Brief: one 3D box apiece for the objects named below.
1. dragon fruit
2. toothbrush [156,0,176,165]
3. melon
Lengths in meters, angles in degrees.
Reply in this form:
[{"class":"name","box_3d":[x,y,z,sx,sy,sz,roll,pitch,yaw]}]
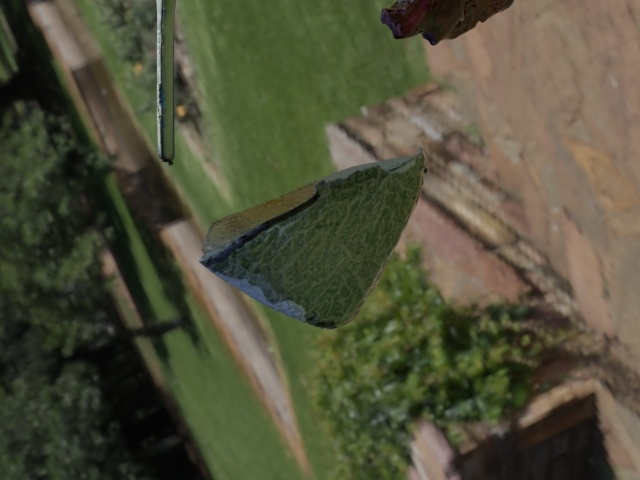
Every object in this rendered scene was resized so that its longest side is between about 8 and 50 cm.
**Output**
[{"class":"dragon fruit","box_3d":[0.094,-0.208,0.995,0.097,0.131,0.063,54,151,6]},{"class":"toothbrush","box_3d":[-0.151,-0.217,1.289,0.028,0.026,0.294,8,107,37]},{"class":"melon","box_3d":[0.003,0.004,1.043,0.093,0.202,0.139,39,151,60]}]
